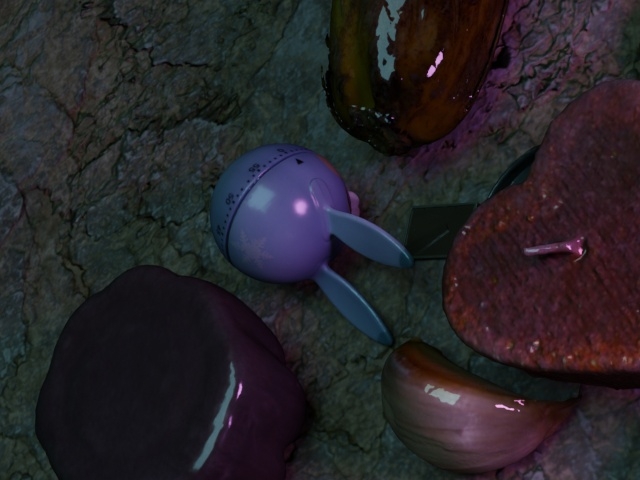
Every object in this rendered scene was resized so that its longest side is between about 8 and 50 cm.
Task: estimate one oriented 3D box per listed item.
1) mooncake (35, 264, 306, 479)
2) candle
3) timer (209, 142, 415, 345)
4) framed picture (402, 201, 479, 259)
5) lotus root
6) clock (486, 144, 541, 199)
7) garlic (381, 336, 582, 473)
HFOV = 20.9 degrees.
[{"bbox_3d":[-0.165,0.185,1.921,0.306,0.154,0.306,-18,56,29],"label":"mooncake"},{"bbox_3d":[0.259,0.025,1.625,0.317,0.131,0.287,-48,49,25],"label":"candle"},{"bbox_3d":[0.001,-0.013,1.928,0.255,0.175,0.175,20,79,13],"label":"timer"},{"bbox_3d":[0.130,-0.010,1.903,0.089,0.007,0.066,-4,65,36],"label":"framed picture"},{"bbox_3d":[0.110,-0.285,1.944,0.196,0.179,0.397,5,71,36],"label":"lotus root"},{"bbox_3d":[0.243,-0.011,1.783,0.184,0.040,0.184,-20,59,38],"label":"clock"},{"bbox_3d":[0.141,0.177,1.740,0.207,0.128,0.115,17,101,34],"label":"garlic"}]
